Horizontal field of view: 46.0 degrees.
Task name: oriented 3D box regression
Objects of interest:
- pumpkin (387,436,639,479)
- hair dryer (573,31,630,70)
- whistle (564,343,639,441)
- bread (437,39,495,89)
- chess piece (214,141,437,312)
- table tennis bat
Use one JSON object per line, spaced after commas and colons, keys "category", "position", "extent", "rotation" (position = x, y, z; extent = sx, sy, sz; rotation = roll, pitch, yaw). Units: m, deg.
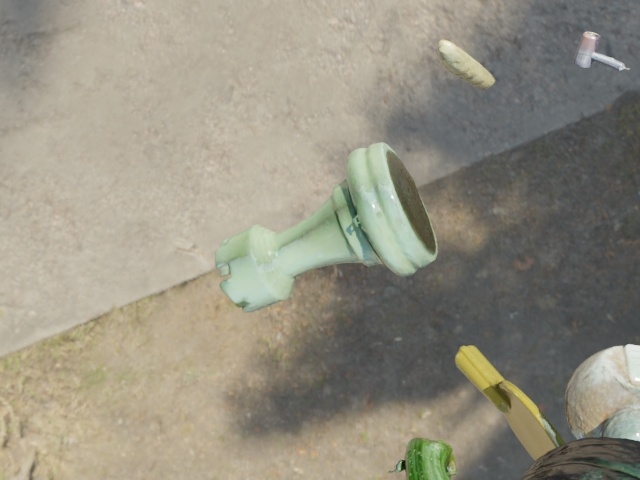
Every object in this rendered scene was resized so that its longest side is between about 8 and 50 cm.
{"category": "pumpkin", "position": [0.143, 0.227, 0.498], "extent": [0.248, 0.248, 0.248], "rotation": [0, 125, 0]}
{"category": "hair dryer", "position": [0.556, -0.359, 1.476], "extent": [0.037, 0.114, 0.063], "rotation": [-23, 137, -40]}
{"category": "whistle", "position": [0.429, 0.275, 1.025], "extent": [0.189, 0.348, 0.189], "rotation": [6, 118, 11]}
{"category": "bread", "position": [0.340, -0.411, 1.790], "extent": [0.214, 0.073, 0.053], "rotation": [22, 104, -42]}
{"category": "chess piece", "position": [0.000, 0.000, 1.099], "extent": [0.299, 0.194, 0.194], "rotation": [-24, 121, 18]}
{"category": "table tennis bat", "position": [0.330, 0.291, 1.277], "extent": [0.050, 0.321, 0.198], "rotation": [-32, 133, -6]}
